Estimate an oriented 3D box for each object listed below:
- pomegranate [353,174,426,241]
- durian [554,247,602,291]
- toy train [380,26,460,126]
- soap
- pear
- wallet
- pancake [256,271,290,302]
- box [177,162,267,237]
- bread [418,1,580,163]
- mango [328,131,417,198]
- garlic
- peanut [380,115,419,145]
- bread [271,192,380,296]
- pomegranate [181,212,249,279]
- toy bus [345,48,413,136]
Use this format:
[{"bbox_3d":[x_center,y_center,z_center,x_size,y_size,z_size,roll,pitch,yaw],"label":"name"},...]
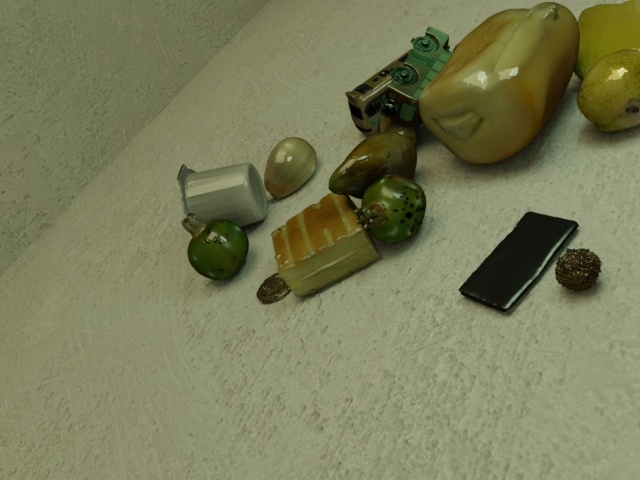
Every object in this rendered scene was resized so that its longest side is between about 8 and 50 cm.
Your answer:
[{"bbox_3d":[0.157,-0.071,1.417,0.159,0.159,0.205,-3,10,40],"label":"pomegranate"},{"bbox_3d":[0.455,0.052,1.081,0.080,0.080,0.091,-38,11,-6],"label":"durian"},{"bbox_3d":[0.279,-0.446,1.705,0.159,0.129,0.326,27,60,11],"label":"toy train"},{"bbox_3d":[0.778,-0.525,1.520,0.306,0.115,0.427,-9,39,30],"label":"soap"},{"bbox_3d":[0.643,-0.318,1.324,0.178,0.178,0.178,-24,33,17],"label":"pear"},{"bbox_3d":[0.391,0.038,1.208,0.244,0.025,0.124,-44,33,-18],"label":"wallet"},{"bbox_3d":[-0.115,0.119,1.577,0.115,0.011,0.114,-24,33,17],"label":"pancake"},{"bbox_3d":[-0.281,-0.106,1.861,0.207,0.262,0.291,-15,74,11],"label":"box"},{"bbox_3d":[0.434,-0.368,1.494,0.348,0.253,0.376,-7,38,48],"label":"bread"},{"bbox_3d":[0.131,-0.183,1.540,0.316,0.146,0.192,-19,-27,-50],"label":"mango"},{"bbox_3d":[-0.092,-0.245,1.957,0.164,0.146,0.244,-46,11,51],"label":"garlic"},{"bbox_3d":[0.223,-0.309,1.758,0.120,0.110,0.236,-4,50,24],"label":"peanut"},{"bbox_3d":[0.000,0.000,1.537,0.239,0.111,0.246,-28,32,8],"label":"bread"},{"bbox_3d":[-0.303,0.007,1.713,0.180,0.210,0.180,-40,22,19],"label":"pomegranate"},{"bbox_3d":[0.222,-0.456,1.898,0.290,0.157,0.139,-35,31,-1],"label":"toy bus"}]
